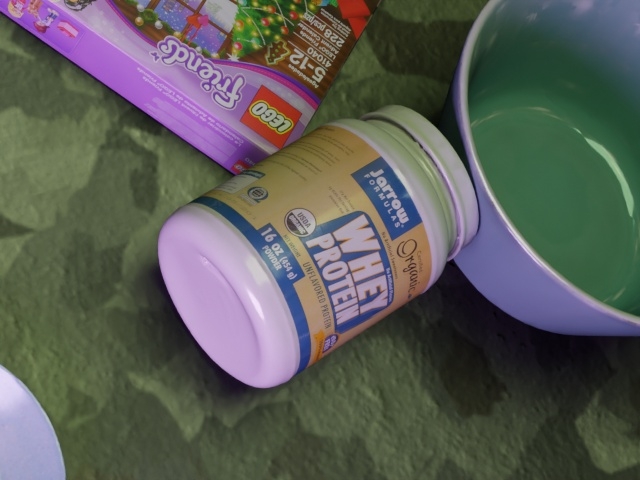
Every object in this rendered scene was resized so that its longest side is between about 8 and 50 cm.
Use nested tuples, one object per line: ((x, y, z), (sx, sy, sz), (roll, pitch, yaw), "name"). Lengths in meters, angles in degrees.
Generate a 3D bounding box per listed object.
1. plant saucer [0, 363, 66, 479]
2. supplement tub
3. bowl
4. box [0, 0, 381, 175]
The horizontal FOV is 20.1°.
((-0.264, 0.159, 1.176), (0.195, 0.037, 0.195), (11, 63, -22), "plant saucer")
((0.000, 0.000, 1.300), (0.200, 0.144, 0.144), (-32, 85, -25), "supplement tub")
((0.209, -0.050, 1.430), (0.312, 0.163, 0.311), (10, 65, -23), "bowl")
((-0.113, -0.202, 1.397), (0.293, 0.057, 0.201), (35, 58, -10), "box")
